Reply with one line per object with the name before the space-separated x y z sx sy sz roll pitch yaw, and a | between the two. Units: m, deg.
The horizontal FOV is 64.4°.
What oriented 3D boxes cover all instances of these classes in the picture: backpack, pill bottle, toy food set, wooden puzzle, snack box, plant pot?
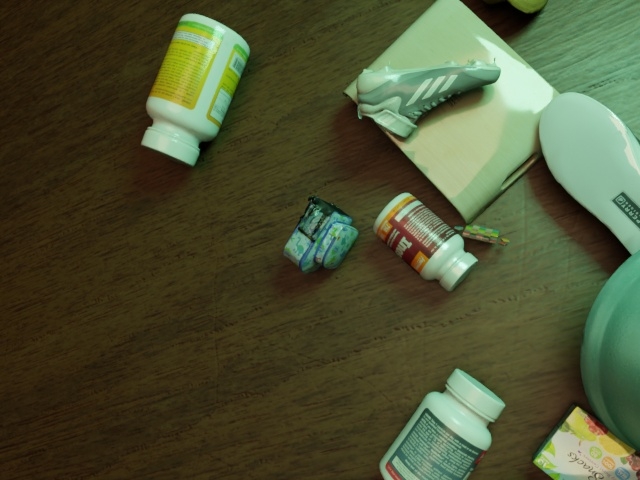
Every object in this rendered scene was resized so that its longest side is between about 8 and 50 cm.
backpack | 0.000 0.000 0.824 0.084 0.105 0.114 39 100 21
pill bottle | 0.174 0.279 0.714 0.108 0.108 0.180 35 93 21
toy food set | 0.210 -0.211 0.808 0.219 0.092 0.306 -43 79 7
wooden puzzle | 0.245 -0.011 0.773 0.083 0.049 0.006 15 114 20
snack box | 0.375 0.305 0.679 0.141 0.037 0.100 37 95 21
pill bottle | -0.235 -0.267 0.932 0.136 0.136 0.246 21 88 21
pill bottle | 0.161 0.004 0.778 0.152 0.086 0.086 44 96 20
plant pot | 0.465 0.144 0.529 0.292 0.196 0.294 -1 99 -4

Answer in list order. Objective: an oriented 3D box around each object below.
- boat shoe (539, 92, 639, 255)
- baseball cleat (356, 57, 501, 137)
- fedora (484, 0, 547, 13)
boat shoe | 0.423 -0.079 0.696 0.301 0.102 0.108 54 133 15
baseball cleat | 0.156 -0.208 0.747 0.205 0.072 0.110 1 102 15
fedora | 0.288 -0.441 0.797 0.079 0.194 0.195 -11 74 55
